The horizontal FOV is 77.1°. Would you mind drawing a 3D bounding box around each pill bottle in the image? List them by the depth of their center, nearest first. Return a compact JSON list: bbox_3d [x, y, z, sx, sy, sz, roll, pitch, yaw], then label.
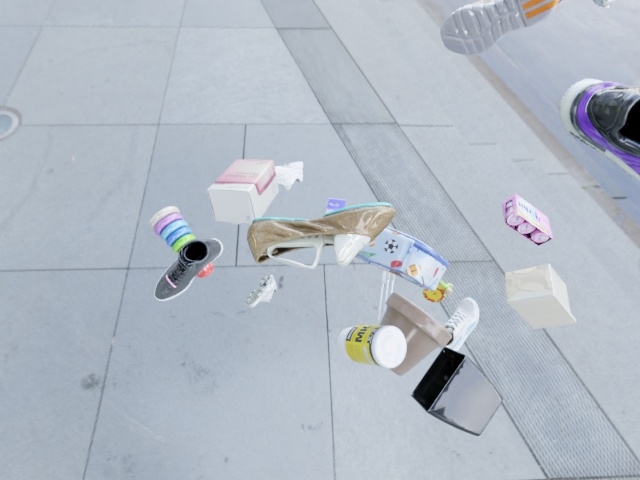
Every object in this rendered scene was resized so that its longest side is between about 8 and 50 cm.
[{"bbox_3d":[0.147,0.313,1.207,0.119,0.208,0.119,6,77,-30],"label":"pill bottle"}]

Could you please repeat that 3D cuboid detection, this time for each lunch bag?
[{"bbox_3d":[0.195,0.028,1.124,0.303,0.243,0.115,29,94,32],"label":"lunch bag"}]

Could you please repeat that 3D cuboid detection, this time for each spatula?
[{"bbox_3d":[0.272,0.208,1.647,0.019,0.168,0.242,11,75,-10],"label":"spatula"}]

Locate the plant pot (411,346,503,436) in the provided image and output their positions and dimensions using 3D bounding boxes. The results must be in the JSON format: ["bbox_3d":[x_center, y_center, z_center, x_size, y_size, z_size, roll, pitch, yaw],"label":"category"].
[{"bbox_3d":[0.401,0.443,1.159,0.167,0.188,0.187,36,83,4],"label":"plant pot"}]

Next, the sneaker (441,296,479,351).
[{"bbox_3d":[0.524,0.322,1.526,0.087,0.092,0.229,29,98,47],"label":"sneaker"}]

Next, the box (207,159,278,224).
[{"bbox_3d":[-0.251,-0.168,1.346,0.148,0.127,0.232,4,36,13],"label":"box"}]

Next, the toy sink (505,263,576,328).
[{"bbox_3d":[0.781,0.200,1.425,0.234,0.152,0.131,37,50,-31],"label":"toy sink"}]

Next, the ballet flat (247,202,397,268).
[{"bbox_3d":[0.000,0.000,0.886,0.342,0.116,0.124,-5,70,9],"label":"ballet flat"}]

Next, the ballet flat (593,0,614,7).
[{"bbox_3d":[0.639,-0.590,0.849,0.147,0.147,0.409,34,37,16],"label":"ballet flat"}]

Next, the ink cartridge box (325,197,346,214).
[{"bbox_3d":[0.073,-0.092,1.898,0.045,0.206,0.208,17,101,25],"label":"ink cartridge box"}]

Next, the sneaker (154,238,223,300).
[{"bbox_3d":[-0.473,0.092,1.370,0.295,0.147,0.104,-42,82,-3],"label":"sneaker"}]

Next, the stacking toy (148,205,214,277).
[{"bbox_3d":[-0.567,0.020,1.689,0.141,0.141,0.330,-38,85,-20],"label":"stacking toy"}]

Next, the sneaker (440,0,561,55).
[{"bbox_3d":[0.474,-0.582,1.016,0.180,0.125,0.321,-43,28,-24],"label":"sneaker"}]

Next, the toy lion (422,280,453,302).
[{"bbox_3d":[0.358,0.152,1.264,0.100,0.096,0.034,44,39,-13],"label":"toy lion"}]

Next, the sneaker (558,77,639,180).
[{"bbox_3d":[0.502,-0.137,0.575,0.293,0.102,0.146,19,18,-10],"label":"sneaker"}]

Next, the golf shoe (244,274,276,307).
[{"bbox_3d":[-0.215,0.209,1.518,0.069,0.086,0.176,-8,28,34],"label":"golf shoe"}]

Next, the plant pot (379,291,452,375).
[{"bbox_3d":[0.300,0.353,1.455,0.263,0.263,0.229,37,86,17],"label":"plant pot"}]

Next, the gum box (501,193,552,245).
[{"bbox_3d":[0.736,-0.075,1.440,0.188,0.062,0.107,29,48,-17],"label":"gum box"}]

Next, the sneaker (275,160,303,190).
[{"bbox_3d":[-0.169,-0.265,1.713,0.232,0.090,0.115,-17,104,-23],"label":"sneaker"}]
